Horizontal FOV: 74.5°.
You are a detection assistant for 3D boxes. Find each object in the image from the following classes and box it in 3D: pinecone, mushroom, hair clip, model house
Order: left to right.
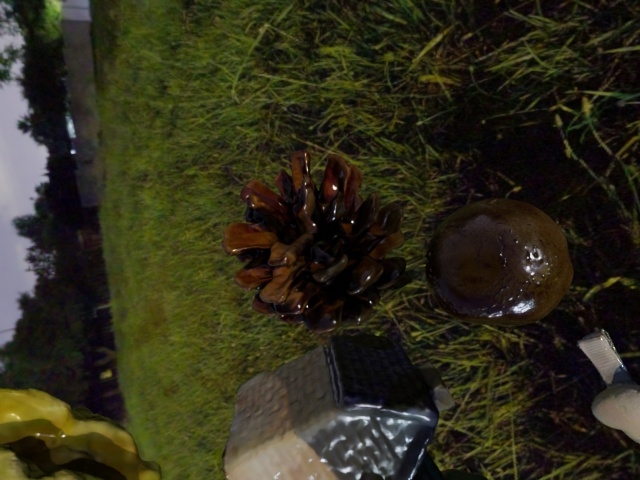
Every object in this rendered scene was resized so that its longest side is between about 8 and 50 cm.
[{"bbox_3d":[-0.001,-0.002,0.497,0.202,0.229,0.201,-19,114,24],"label":"pinecone"},{"bbox_3d":[0.067,0.295,0.586,0.299,0.284,0.243,58,-173,-13],"label":"model house"},{"bbox_3d":[0.155,0.020,0.383,0.127,0.087,0.127,-8,77,38],"label":"mushroom"},{"bbox_3d":[0.585,0.280,0.801,0.159,0.071,0.219,-45,65,51],"label":"hair clip"}]

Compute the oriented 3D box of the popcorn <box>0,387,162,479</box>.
[{"bbox_3d":[-0.247,0.247,0.341,0.250,0.235,0.242,5,65,56],"label":"popcorn"}]
